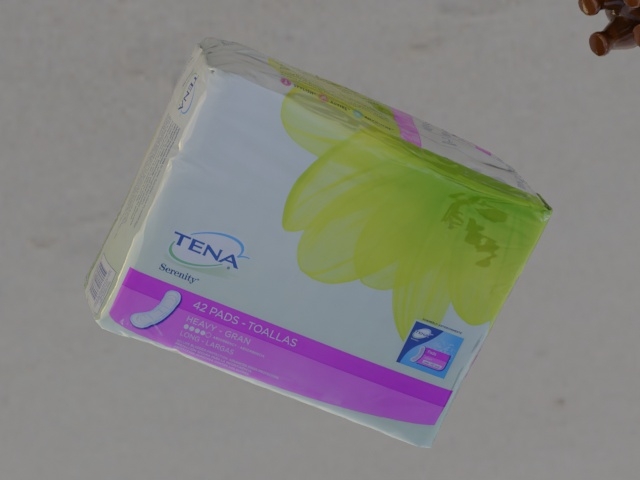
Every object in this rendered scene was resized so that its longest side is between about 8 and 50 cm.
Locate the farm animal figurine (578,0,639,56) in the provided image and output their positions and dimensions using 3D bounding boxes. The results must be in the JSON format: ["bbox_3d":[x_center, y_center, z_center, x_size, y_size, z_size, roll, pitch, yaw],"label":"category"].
[{"bbox_3d":[0.226,-0.321,1.289,0.172,0.330,0.327,-28,167,-32],"label":"farm animal figurine"}]

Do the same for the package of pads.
[{"bbox_3d":[0.000,0.000,1.330,0.296,0.101,0.229,21,106,-16],"label":"package of pads"}]
